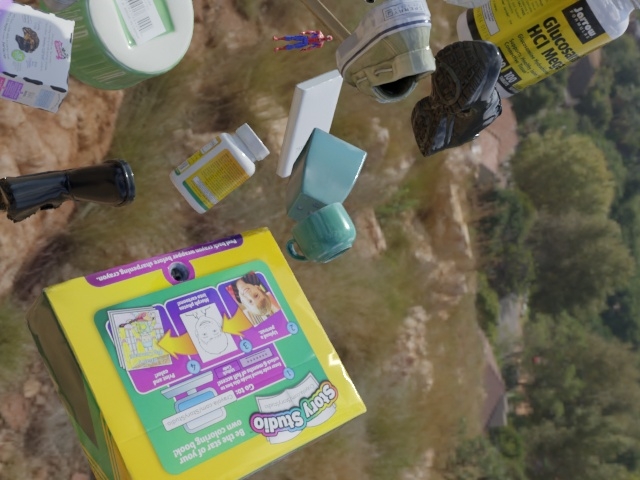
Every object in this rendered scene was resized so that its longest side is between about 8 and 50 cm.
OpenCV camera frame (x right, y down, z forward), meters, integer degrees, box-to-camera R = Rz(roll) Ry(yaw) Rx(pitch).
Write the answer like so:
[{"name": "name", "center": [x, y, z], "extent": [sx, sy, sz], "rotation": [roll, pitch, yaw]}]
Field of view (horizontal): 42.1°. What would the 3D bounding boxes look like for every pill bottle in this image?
[{"name": "pill bottle", "center": [-0.222, -0.165, 1.860], "extent": [0.117, 0.208, 0.117], "rotation": [51, -1, 1]}, {"name": "pill bottle", "center": [0.434, -0.416, 1.520], "extent": [0.188, 0.334, 0.188], "rotation": [36, 40, -37]}]

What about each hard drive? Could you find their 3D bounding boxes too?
[{"name": "hard drive", "center": [-0.033, -0.354, 2.531], "extent": [0.203, 0.040, 0.307], "rotation": [-32, 147, -45]}]

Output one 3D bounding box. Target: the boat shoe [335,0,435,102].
[{"name": "boat shoe", "center": [0.083, -0.227, 1.089], "extent": [0.302, 0.109, 0.094], "rotation": [147, -68, -87]}]

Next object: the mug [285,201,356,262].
[{"name": "mug", "center": [0.008, -0.005, 1.830], "extent": [0.129, 0.158, 0.097], "rotation": [-26, 81, -26]}]

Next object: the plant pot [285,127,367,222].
[{"name": "plant pot", "center": [0.001, -0.149, 2.265], "extent": [0.166, 0.165, 0.234], "rotation": [25, 45, -9]}]

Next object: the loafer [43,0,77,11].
[{"name": "loafer", "center": [-0.344, -0.422, 1.116], "extent": [0.112, 0.111, 0.319], "rotation": [19, 37, -26]}]

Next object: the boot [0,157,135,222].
[{"name": "boot", "center": [-0.494, -0.092, 1.591], "extent": [0.207, 0.246, 0.094], "rotation": [-18, 105, -38]}]

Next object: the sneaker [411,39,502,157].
[{"name": "sneaker", "center": [0.240, -0.236, 1.345], "extent": [0.286, 0.130, 0.109], "rotation": [120, -43, -69]}]

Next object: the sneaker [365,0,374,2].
[{"name": "sneaker", "center": [0.102, -0.492, 1.551], "extent": [0.043, 0.040, 0.109], "rotation": [-103, -162, -44]}]

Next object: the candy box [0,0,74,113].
[{"name": "candy box", "center": [-0.524, -0.320, 1.398], "extent": [0.196, 0.070, 0.164], "rotation": [14, 55, -29]}]

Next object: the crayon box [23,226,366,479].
[{"name": "crayon box", "center": [-0.158, 0.171, 1.119], "extent": [0.363, 0.106, 0.313], "rotation": [-17, 73, -41]}]

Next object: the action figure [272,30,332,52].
[{"name": "action figure", "center": [-0.034, -0.389, 1.627], "extent": [0.030, 0.115, 0.038], "rotation": [-134, -145, -74]}]

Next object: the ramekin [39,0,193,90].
[{"name": "ramekin", "center": [-0.410, -0.471, 1.731], "extent": [0.303, 0.148, 0.303], "rotation": [-4, 96, -47]}]

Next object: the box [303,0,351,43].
[{"name": "box", "center": [0.014, -0.359, 1.362], "extent": [0.201, 0.021, 0.164], "rotation": [43, 10, -21]}]

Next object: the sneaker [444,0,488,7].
[{"name": "sneaker", "center": [0.253, -0.443, 1.185], "extent": [0.235, 0.094, 0.153], "rotation": [152, -55, -77]}]
